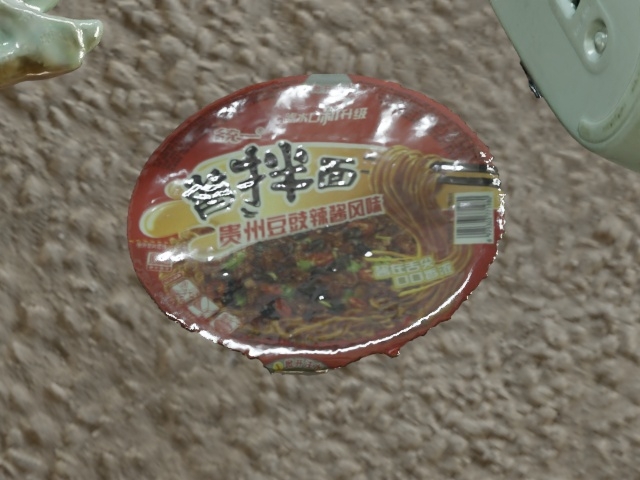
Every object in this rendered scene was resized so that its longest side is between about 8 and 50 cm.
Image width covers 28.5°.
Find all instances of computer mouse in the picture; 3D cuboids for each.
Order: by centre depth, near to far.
[{"bbox_3d":[0.181,-0.166,0.765,0.097,0.288,0.159,-6,142,-18],"label":"computer mouse"}]

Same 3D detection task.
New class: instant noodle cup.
[{"bbox_3d":[0.000,0.000,0.932,0.274,0.274,0.090,-30,145,-16],"label":"instant noodle cup"}]

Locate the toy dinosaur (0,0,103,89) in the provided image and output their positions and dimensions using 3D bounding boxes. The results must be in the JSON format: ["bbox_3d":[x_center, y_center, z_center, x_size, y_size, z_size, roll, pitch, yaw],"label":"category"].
[{"bbox_3d":[-0.274,-0.141,0.432,0.393,0.092,0.205,-1,74,-8],"label":"toy dinosaur"}]
